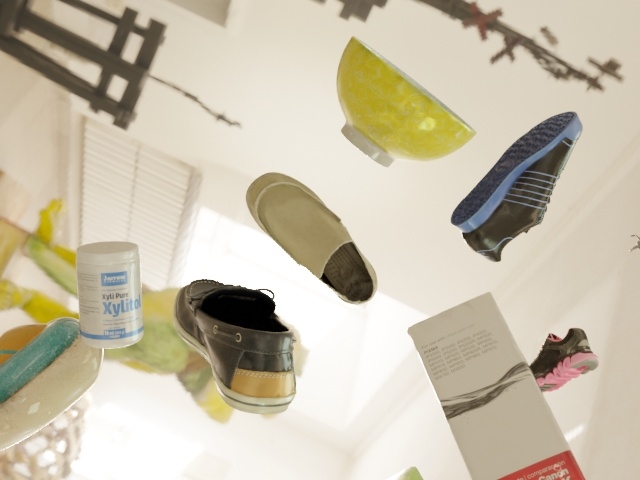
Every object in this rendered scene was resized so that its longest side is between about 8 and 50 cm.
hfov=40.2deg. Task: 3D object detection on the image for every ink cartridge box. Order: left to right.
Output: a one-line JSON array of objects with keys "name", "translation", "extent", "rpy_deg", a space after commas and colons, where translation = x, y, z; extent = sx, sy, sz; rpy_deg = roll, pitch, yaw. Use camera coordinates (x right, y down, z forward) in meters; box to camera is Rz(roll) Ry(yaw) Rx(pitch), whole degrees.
[{"name": "ink cartridge box", "translation": [0.109, 0.112, 0.506], "extent": [0.099, 0.056, 0.135], "rpy_deg": [54, 12, -55]}]

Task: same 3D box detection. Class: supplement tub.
[{"name": "supplement tub", "translation": [-0.232, 0.059, 0.965], "extent": [0.071, 0.071, 0.107], "rpy_deg": [-65, 155, -76]}]

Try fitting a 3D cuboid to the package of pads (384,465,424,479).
[{"name": "package of pads", "translation": [0.016, 0.367, 0.958], "extent": [0.229, 0.101, 0.296], "rpy_deg": [-34, 169, 9]}]

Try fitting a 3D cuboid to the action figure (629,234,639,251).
[{"name": "action figure", "translation": [0.548, -0.034, 1.184], "extent": [0.285, 0.185, 0.099], "rpy_deg": [-25, 168, 40]}]

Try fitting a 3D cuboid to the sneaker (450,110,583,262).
[{"name": "sneaker", "translation": [0.283, -0.073, 1.200], "extent": [0.232, 0.090, 0.081], "rpy_deg": [-44, -158, -3]}]

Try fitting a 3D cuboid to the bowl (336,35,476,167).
[{"name": "bowl", "translation": [0.129, -0.229, 1.618], "extent": [0.156, 0.289, 0.289], "rpy_deg": [-52, -177, 13]}]

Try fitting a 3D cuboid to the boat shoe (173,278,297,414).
[{"name": "boat shoe", "translation": [-0.159, 0.153, 1.646], "extent": [0.500, 0.187, 0.156], "rpy_deg": [-140, -123, -65]}]

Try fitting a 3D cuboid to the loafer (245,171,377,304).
[{"name": "loafer", "translation": [0.000, 0.000, 1.323], "extent": [0.102, 0.268, 0.092], "rpy_deg": [-49, -161, -3]}]

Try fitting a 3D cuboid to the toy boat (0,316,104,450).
[{"name": "toy boat", "translation": [-0.416, 0.200, 1.102], "extent": [0.267, 0.148, 0.318], "rpy_deg": [-33, -168, 26]}]

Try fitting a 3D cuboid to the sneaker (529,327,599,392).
[{"name": "sneaker", "translation": [0.267, 0.138, 1.007], "extent": [0.119, 0.047, 0.057], "rpy_deg": [-41, -130, 45]}]
